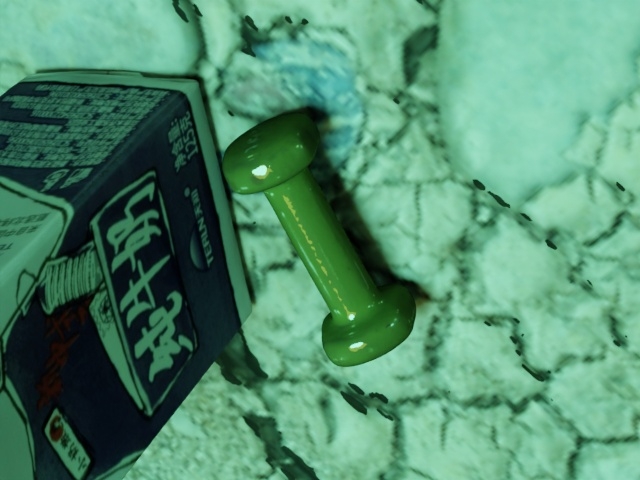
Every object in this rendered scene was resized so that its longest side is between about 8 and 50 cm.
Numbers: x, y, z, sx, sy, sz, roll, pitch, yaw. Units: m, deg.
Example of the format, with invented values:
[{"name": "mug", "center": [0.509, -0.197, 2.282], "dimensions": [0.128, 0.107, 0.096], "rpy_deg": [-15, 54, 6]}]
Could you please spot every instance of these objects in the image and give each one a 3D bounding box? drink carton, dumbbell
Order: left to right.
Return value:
[{"name": "drink carton", "center": [-0.130, 0.034, 0.746], "dimensions": [0.102, 0.222, 0.134], "rpy_deg": [7, 125, 25]}, {"name": "dumbbell", "center": [0.000, 0.000, 0.766], "dimensions": [0.046, 0.052, 0.118], "rpy_deg": [-24, 110, 14]}]
